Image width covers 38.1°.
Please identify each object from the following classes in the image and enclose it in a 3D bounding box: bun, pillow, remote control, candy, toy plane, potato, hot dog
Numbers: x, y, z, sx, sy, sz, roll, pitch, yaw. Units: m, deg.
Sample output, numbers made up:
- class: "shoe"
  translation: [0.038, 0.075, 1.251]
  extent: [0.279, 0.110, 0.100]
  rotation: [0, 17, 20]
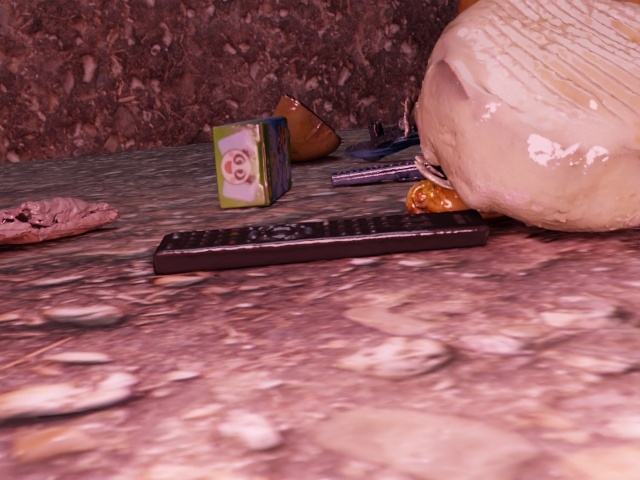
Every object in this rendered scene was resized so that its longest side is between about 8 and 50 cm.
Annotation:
- class: "bun"
  translation: [0.181, -0.088, 0.699]
  extent: [0.239, 0.141, 0.239]
  rotation: [1, 40, -1]
- class: "pillow"
  translation: [-0.318, -0.014, 0.889]
  extent: [0.135, 0.049, 0.248]
  rotation: [-5, 5, 27]
- class: "remote control"
  translation: [0.000, 0.000, 0.684]
  extent: [0.245, 0.025, 0.063]
  rotation: [-5, 10, 1]
- class: "candy"
  translation: [-0.078, -0.098, 1.121]
  extent: [0.062, 0.097, 0.194]
  rotation: [-3, 9, 7]
- class: "toy plane"
  translation: [0.130, -0.168, 1.504]
  extent: [0.246, 0.078, 0.169]
  rotation: [3, 13, 43]
- class: "remote control"
  translation: [0.090, -0.086, 1.184]
  extent: [0.153, 0.027, 0.043]
  rotation: [-5, 15, 9]
- class: "potato"
  translation: [-0.034, -0.173, 1.698]
  extent: [0.120, 0.100, 0.261]
  rotation: [34, -2, 6]
- class: "hot dog"
  translation: [0.144, -0.041, 0.792]
  extent: [0.165, 0.045, 0.071]
  rotation: [-11, 11, -32]

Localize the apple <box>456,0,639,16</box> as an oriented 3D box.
- class: "apple"
  translation: [0.370, -0.269, 1.173]
  extent: [0.392, 0.346, 0.391]
  rotation: [-8, 4, 1]
